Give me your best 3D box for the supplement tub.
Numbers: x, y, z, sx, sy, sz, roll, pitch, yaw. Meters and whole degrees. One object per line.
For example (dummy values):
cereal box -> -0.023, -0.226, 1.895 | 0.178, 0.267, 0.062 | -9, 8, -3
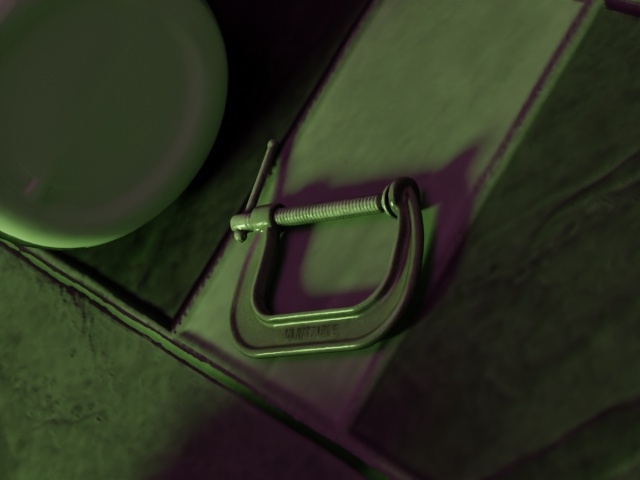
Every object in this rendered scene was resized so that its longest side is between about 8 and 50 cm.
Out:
supplement tub -> -0.205, -0.138, 1.191 | 0.193, 0.193, 0.316 | -53, 39, 3

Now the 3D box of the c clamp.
c clamp -> 0.000, 0.000, 1.015 | 0.160, 0.022, 0.137 | 0, 63, 47
